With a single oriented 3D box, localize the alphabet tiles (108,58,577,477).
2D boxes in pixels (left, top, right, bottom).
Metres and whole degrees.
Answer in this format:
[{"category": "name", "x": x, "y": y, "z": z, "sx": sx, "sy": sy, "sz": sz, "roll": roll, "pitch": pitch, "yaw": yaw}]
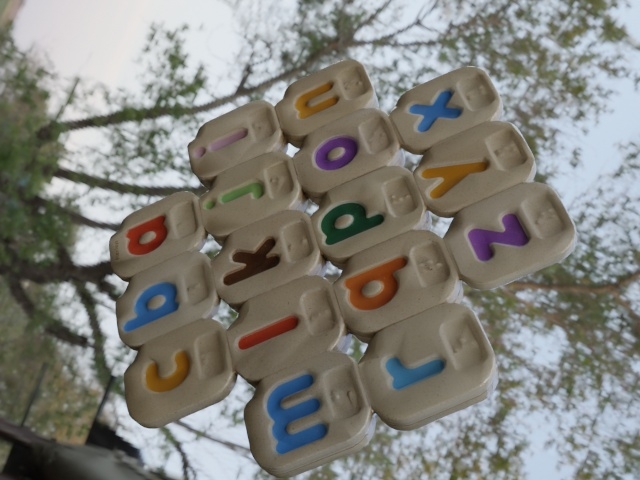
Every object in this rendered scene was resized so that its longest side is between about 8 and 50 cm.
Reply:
[{"category": "alphabet tiles", "x": 0.000, "y": 0.000, "z": 0.561, "sx": 0.277, "sy": 0.021, "sz": 0.284, "roll": -24, "pitch": -131, "yaw": 6}]
